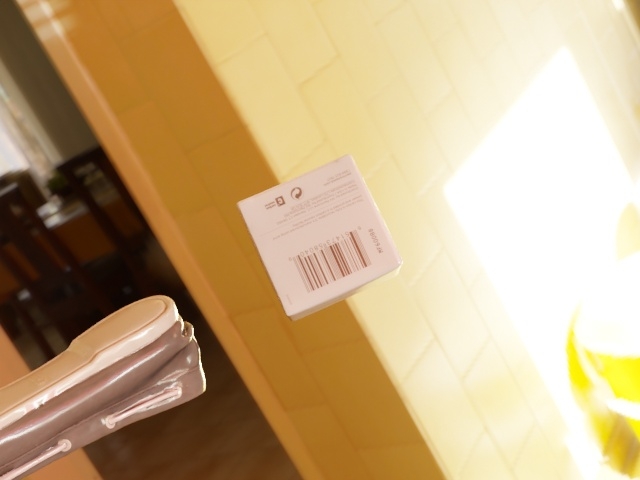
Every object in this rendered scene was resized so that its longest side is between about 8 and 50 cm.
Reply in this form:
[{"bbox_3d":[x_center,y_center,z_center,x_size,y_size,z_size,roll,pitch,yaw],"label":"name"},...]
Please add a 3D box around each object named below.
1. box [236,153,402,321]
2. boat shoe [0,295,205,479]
[{"bbox_3d":[0.000,0.000,0.866,0.101,0.102,0.087,-24,-8,-2],"label":"box"},{"bbox_3d":[-0.245,0.167,0.897,0.335,0.095,0.112,-30,19,-18],"label":"boat shoe"}]
